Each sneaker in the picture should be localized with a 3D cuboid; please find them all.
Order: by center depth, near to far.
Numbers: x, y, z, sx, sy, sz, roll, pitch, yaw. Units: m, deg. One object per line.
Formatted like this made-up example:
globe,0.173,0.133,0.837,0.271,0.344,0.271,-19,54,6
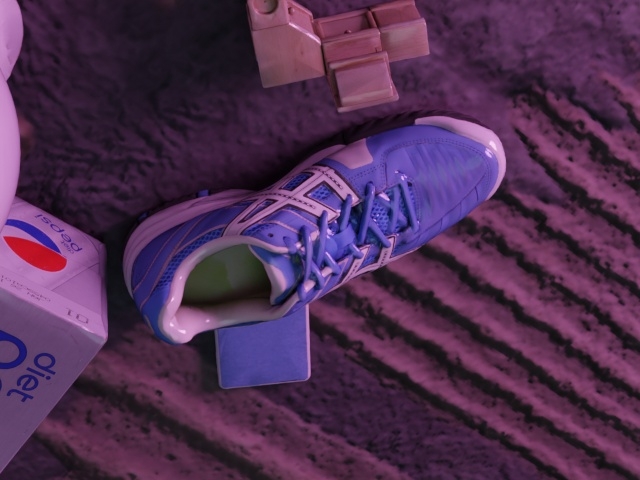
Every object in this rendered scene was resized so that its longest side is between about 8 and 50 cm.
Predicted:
sneaker,0.000,0.000,0.766,0.211,0.081,0.080,-24,117,4

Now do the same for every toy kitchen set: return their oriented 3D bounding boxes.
toy kitchen set,0.008,-0.110,0.703,0.083,0.068,0.075,-12,125,-2

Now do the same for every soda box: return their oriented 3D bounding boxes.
soda box,-0.230,0.103,0.791,0.098,0.091,0.286,30,115,-25

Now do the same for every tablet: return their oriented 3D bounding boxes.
tablet,-0.033,0.049,0.842,0.054,0.006,0.083,-5,124,-6

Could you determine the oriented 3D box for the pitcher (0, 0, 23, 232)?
pitcher,-0.210,-0.066,0.612,0.178,0.207,0.125,24,116,-22
